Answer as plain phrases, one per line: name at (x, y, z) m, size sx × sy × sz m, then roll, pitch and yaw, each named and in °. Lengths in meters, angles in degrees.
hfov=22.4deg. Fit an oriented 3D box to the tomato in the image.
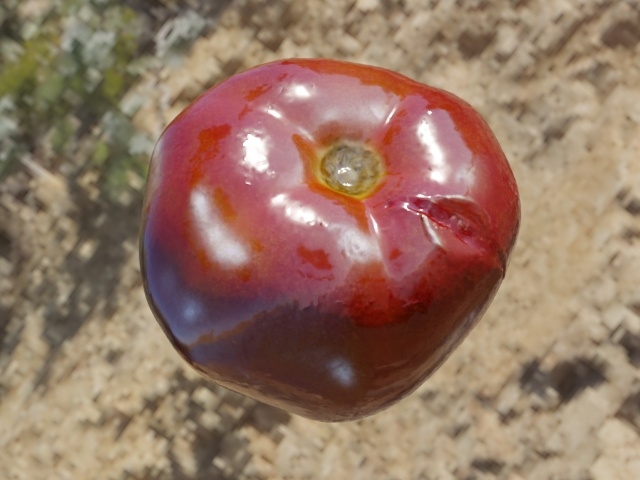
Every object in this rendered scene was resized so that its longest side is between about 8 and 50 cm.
tomato at (0.000, 0.000, 1.234) m, size 0.226 × 0.298 × 0.298 m, roll 99°, pitch -163°, yaw -56°
